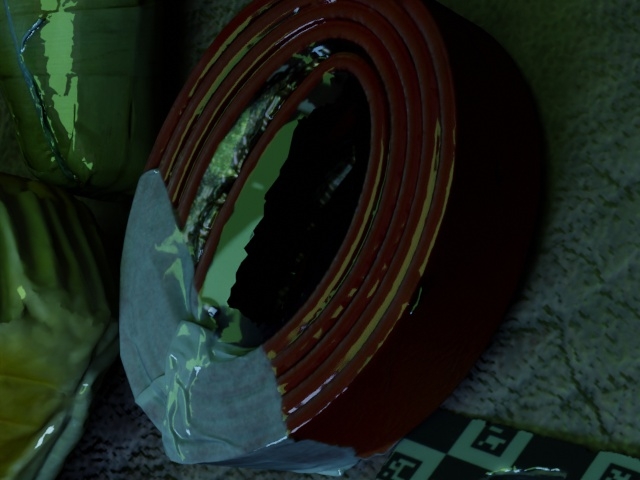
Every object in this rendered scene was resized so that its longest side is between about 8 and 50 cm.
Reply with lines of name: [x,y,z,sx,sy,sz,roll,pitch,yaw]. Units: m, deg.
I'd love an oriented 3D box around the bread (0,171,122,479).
bread: [-0.283,0.125,1.139,0.388,0.236,0.183,-45,47,15]

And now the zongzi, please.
zongzi: [-0.213,-0.141,1.207,0.256,0.115,0.228,1,90,38]

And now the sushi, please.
sushi: [0.092,0.208,0.978,0.192,0.050,0.215,11,52,37]

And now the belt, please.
belt: [0.000,0.000,1.045,0.227,0.115,0.324,26,95,37]
